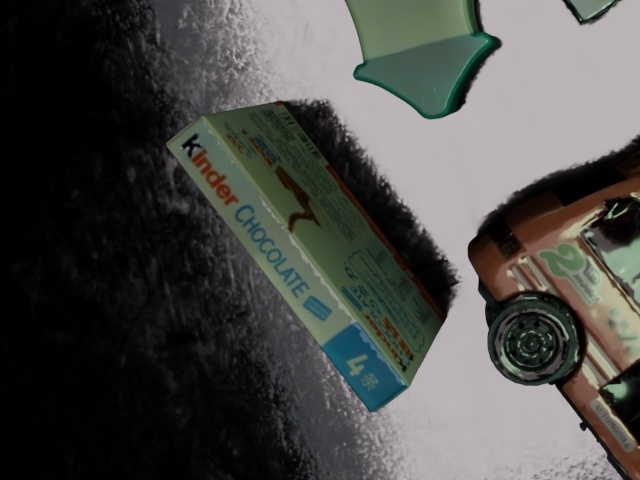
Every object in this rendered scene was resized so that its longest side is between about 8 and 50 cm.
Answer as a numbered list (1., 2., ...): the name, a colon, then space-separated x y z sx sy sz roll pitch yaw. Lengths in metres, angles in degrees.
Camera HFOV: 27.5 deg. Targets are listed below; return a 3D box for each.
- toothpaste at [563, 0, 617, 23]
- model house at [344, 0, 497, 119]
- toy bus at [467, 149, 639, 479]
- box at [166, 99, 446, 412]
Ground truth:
1. toothpaste: 0.347 -0.317 1.137 0.336 0.067 0.081 -35 90 13
2. model house: 0.092 -0.183 1.186 0.127 0.100 0.149 -13 93 13
3. toy bus: 0.321 0.125 1.137 0.233 0.203 0.427 -38 91 9
4. box: 0.000 0.000 1.145 0.048 0.265 0.273 -37 89 14
